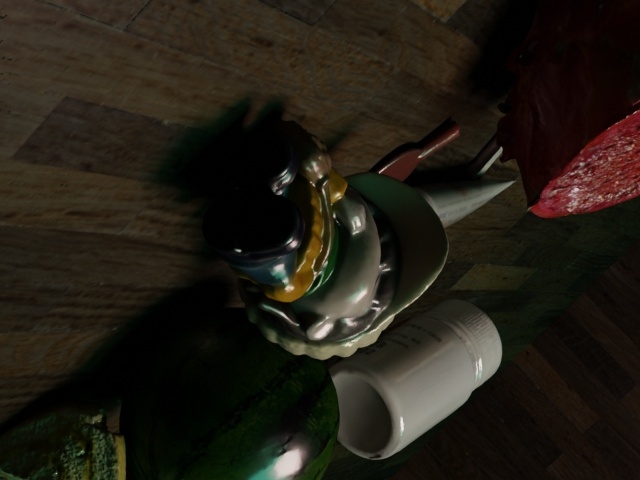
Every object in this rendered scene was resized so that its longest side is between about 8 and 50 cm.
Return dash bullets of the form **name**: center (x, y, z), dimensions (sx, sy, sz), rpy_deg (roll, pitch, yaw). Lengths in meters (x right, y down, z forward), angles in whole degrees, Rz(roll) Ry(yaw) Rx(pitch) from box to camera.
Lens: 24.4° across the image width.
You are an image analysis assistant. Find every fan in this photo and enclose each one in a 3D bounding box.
- **fan**: center (0.271, -0.178, 1.883), dimensions (0.282, 0.023, 0.057), rpy_deg (-51, 166, 25)

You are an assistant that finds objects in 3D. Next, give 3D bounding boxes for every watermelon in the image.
- **watermelon**: center (-0.096, 0.191, 1.582), dimensions (0.242, 0.242, 0.242), rpy_deg (-38, 164, -13)

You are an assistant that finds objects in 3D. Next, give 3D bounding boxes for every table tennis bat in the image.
- **table tennis bat**: center (0.099, -0.088, 1.711), dimensions (0.155, 0.019, 0.098), rpy_deg (-37, 165, -11)

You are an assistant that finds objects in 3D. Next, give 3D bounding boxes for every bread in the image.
- **bread**: center (-0.265, 0.210, 1.498), dimensions (0.103, 0.156, 0.110), rpy_deg (104, 4, -75)

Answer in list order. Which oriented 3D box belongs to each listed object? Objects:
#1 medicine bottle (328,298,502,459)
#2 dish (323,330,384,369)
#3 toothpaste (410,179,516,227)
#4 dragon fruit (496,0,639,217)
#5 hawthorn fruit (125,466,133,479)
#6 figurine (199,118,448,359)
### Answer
- **medicine bottle**: center (0.125, 0.179, 1.963), dimensions (0.252, 0.144, 0.144), rpy_deg (-27, 158, -42)
- **dish**: center (0.017, 0.126, 1.973), dimensions (0.246, 0.078, 0.224), rpy_deg (-36, 165, -20)
- **toothpaste**: center (0.156, -0.045, 1.867), dimensions (0.100, 0.066, 0.323), rpy_deg (-21, 178, 25)
- **dragon fruit**: center (0.354, -0.194, 1.646), dimensions (0.371, 0.249, 0.386), rpy_deg (-28, 162, 9)
- **hawthorn fruit**: center (-0.216, 0.345, 1.833), dimensions (0.181, 0.181, 0.235), rpy_deg (-24, 156, -48)
- **figurine**: center (-0.030, 0.003, 1.415), dimensions (0.204, 0.185, 0.332), rpy_deg (-14, 159, 30)
